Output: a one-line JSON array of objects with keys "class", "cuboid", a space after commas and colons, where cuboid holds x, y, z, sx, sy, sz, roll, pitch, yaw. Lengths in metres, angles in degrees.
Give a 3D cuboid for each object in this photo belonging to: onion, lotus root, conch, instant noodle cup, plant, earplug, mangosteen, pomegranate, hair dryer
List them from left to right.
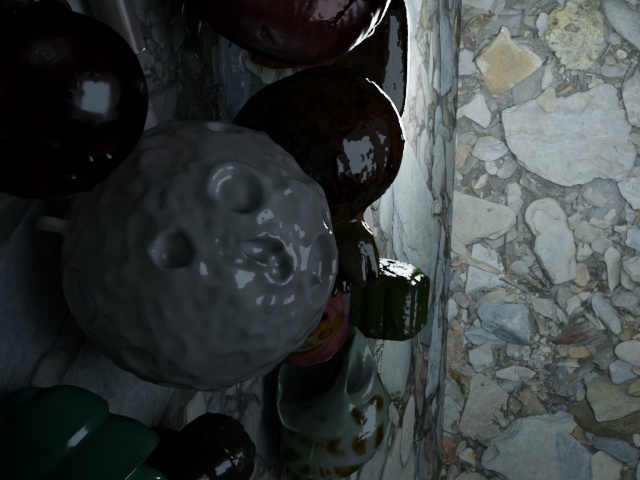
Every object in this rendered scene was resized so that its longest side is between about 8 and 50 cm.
[{"class": "mangosteen", "cuboid": [-0.271, -0.140, 0.779, 0.210, 0.210, 0.209, 3, 90, -70]}, {"class": "earplug", "cuboid": [-0.274, 0.291, 0.884, 0.280, 0.257, 0.164, 57, 28, -5]}, {"class": "hair dryer", "cuboid": [-0.243, -0.362, 1.027, 0.220, 0.054, 0.195, -70, 155, -54]}, {"class": "plant", "cuboid": [-0.191, 0.340, 1.092, 0.256, 0.165, 0.141, -32, 120, -47]}, {"class": "onion", "cuboid": [-0.072, -0.399, 1.193, 0.348, 0.285, 0.347, 16, 58, -27]}, {"class": "instant noodle cup", "cuboid": [-0.039, 0.085, 1.398, 0.255, 0.244, 0.243, 80, 23, -47]}, {"class": "conch", "cuboid": [0.007, 0.344, 1.578, 0.197, 0.250, 0.367, 172, -62, -78]}, {"class": "pomegranate", "cuboid": [0.009, -0.083, 1.203, 0.340, 0.285, 0.285, 67, 23, -2]}, {"class": "lotus root", "cuboid": [0.095, -0.390, 1.691, 0.179, 0.196, 0.397, -88, 179, -82]}]

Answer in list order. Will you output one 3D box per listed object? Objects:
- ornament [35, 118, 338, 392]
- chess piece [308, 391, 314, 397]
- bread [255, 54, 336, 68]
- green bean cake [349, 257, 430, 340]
[{"class": "ornament", "cuboid": [-0.136, 0.019, 0.973, 0.337, 0.337, 0.336, 3, 90, -70]}, {"class": "chess piece", "cuboid": [-0.019, 0.336, 1.715, 0.084, 0.038, 0.083, 2, 90, -71]}, {"class": "bread", "cuboid": [-0.044, -0.360, 1.477, 0.245, 0.102, 0.094, -32, 116, -67]}, {"class": "green bean cake", "cuboid": [0.095, 0.116, 1.680, 0.247, 0.250, 0.156, -9, 102, -72]}]
